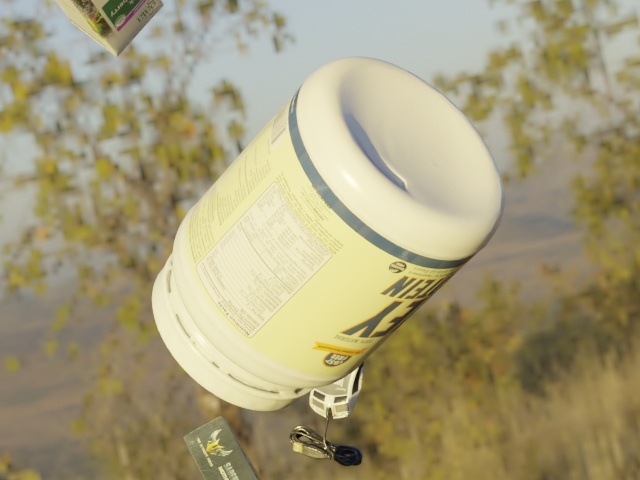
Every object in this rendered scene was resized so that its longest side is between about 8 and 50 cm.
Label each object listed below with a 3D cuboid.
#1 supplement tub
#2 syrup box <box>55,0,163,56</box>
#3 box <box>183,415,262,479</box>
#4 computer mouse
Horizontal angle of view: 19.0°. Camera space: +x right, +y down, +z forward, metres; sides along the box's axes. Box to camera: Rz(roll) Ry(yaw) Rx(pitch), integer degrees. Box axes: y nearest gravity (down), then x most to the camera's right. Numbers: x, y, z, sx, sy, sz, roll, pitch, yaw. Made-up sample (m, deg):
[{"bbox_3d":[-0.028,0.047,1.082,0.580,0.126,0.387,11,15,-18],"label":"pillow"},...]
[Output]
[{"bbox_3d":[0.000,0.000,1.901,0.235,0.235,0.325,-15,-25,-51],"label":"supplement tub"},{"bbox_3d":[-0.284,-0.329,2.329,0.093,0.096,0.237,-49,-24,-7],"label":"syrup box"},{"bbox_3d":[-0.066,0.339,2.187,0.059,0.232,0.183,-27,-39,-5],"label":"box"},{"bbox_3d":[0.024,0.207,2.615,0.106,0.193,0.042,9,-8,23],"label":"computer mouse"}]
